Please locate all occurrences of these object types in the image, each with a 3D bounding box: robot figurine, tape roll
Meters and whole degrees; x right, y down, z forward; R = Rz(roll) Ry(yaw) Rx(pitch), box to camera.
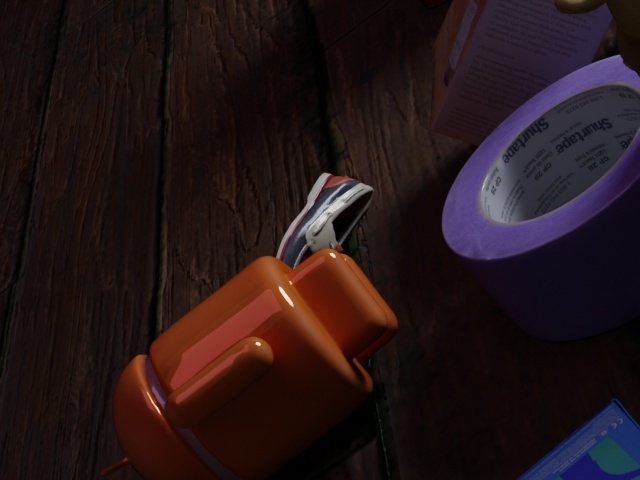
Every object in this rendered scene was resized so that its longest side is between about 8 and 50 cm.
[{"bbox_3d":[-0.052,0.099,1.239,0.219,0.128,0.158,-38,27,6],"label":"robot figurine"},{"bbox_3d":[0.177,-0.030,1.168,0.189,0.080,0.189,-34,26,19],"label":"tape roll"}]

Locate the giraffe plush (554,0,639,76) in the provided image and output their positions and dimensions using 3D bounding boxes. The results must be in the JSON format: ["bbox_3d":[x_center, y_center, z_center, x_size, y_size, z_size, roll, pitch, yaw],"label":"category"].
[{"bbox_3d":[0.232,-0.129,1.037,0.170,0.210,0.181,26,26,34],"label":"giraffe plush"}]

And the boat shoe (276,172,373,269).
[{"bbox_3d":[0.000,0.000,1.426,0.043,0.049,0.137,16,50,15],"label":"boat shoe"}]

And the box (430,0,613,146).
[{"bbox_3d":[0.152,-0.167,1.327,0.130,0.091,0.170,-83,13,-57],"label":"box"}]

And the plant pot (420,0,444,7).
[{"bbox_3d":[0.159,-0.423,1.660,0.267,0.236,0.267,-23,31,35],"label":"plant pot"}]

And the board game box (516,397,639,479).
[{"bbox_3d":[0.139,0.187,0.902,0.160,0.047,0.210,-40,24,3],"label":"board game box"}]
